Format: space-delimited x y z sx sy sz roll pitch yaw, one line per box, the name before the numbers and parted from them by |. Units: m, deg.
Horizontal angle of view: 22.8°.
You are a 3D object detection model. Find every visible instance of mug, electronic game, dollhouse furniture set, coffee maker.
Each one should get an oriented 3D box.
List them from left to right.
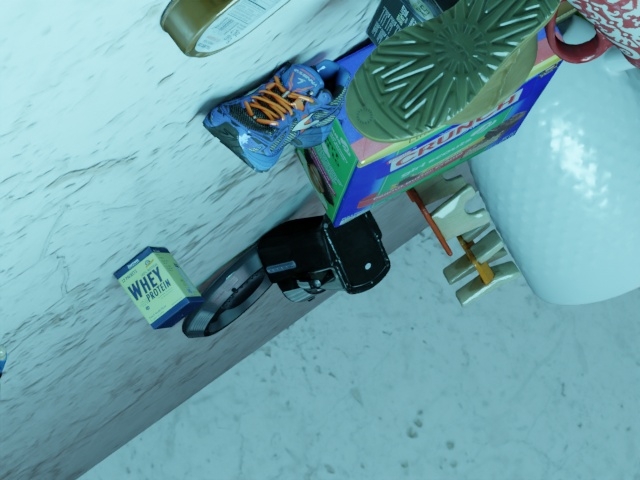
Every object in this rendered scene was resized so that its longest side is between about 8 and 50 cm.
electronic game | -0.126 0.068 2.462 0.229 0.048 0.229 -43 170 -9
coffee maker | 0.000 0.000 2.321 0.120 0.171 0.178 -2 175 -35
dollhouse furniture set | 0.129 -0.061 2.147 0.135 0.262 0.259 -31 -155 4
mug | 0.371 -0.133 2.092 0.374 0.328 0.276 -14 -154 37
mug | 0.282 -0.230 1.522 0.169 0.113 0.150 26 104 -46

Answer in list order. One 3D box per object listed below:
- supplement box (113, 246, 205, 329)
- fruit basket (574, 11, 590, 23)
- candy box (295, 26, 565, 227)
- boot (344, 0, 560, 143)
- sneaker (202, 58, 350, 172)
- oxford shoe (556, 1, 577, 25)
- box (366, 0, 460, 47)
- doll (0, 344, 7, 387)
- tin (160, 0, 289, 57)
supplement box | -0.193 0.057 1.917 0.056 0.083 0.083 -38 173 6
fruit basket | 0.474 -0.330 2.278 0.392 0.283 0.392 -7 134 -7
candy box | 0.118 -0.155 1.825 0.268 0.122 0.317 -28 170 -9
boot | 0.126 -0.149 1.504 0.236 0.089 0.269 -34 173 -4
sneaker | -0.040 -0.132 1.537 0.087 0.083 0.221 -56 170 27
oxford shoe | 0.341 -0.341 2.009 0.212 0.076 0.076 -37 164 1
box | 0.140 -0.248 1.587 0.147 0.077 0.180 -34 172 -17
doll | -0.400 0.170 1.793 0.129 0.046 0.189 -46 179 1
tin | -0.036 -0.205 1.192 0.190 0.040 0.106 -38 177 10
